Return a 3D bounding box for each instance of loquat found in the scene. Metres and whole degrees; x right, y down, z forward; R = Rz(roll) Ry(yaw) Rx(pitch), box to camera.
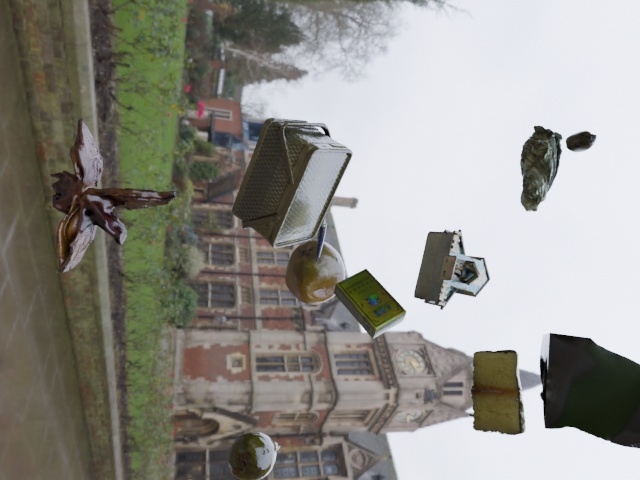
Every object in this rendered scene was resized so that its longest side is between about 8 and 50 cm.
[{"bbox_3d":[-0.030,0.138,2.164,0.276,0.276,0.284,-106,177,-50],"label":"loquat"}]

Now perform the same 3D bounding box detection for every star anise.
[{"bbox_3d":[-0.273,-0.049,0.606,0.158,0.140,0.144,-43,180,-4],"label":"star anise"}]

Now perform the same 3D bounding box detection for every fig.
[{"bbox_3d":[-0.160,0.597,1.343,0.126,0.184,0.133,24,-86,55],"label":"fig"}]

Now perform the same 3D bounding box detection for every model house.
[{"bbox_3d":[0.455,0.105,1.614,0.178,0.206,0.271,1,-105,59],"label":"model house"}]

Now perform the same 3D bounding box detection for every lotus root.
[{"bbox_3d":[0.681,-0.258,1.268,0.049,0.054,0.099,-43,-174,-4],"label":"lotus root"}]

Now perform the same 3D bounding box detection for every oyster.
[{"bbox_3d":[0.667,-0.231,1.491,0.268,0.112,0.198,-66,159,-45],"label":"oyster"}]

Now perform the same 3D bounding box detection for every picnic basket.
[{"bbox_3d":[-0.062,-0.128,1.065,0.139,0.165,0.267,37,-63,25],"label":"picnic basket"}]

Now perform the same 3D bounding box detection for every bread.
[{"bbox_3d":[0.595,0.489,1.580,0.178,0.141,0.266,-28,-124,60],"label":"bread"}]

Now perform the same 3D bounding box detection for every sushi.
[{"bbox_3d":[0.637,0.345,1.143,0.212,0.227,0.216,42,55,-71],"label":"sushi"}]

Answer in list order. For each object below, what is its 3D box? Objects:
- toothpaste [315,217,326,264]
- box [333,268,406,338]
[{"bbox_3d":[0.000,0.000,1.340,0.037,0.021,0.140,-76,176,-62],"label":"toothpaste"},{"bbox_3d":[0.166,0.210,1.645,0.220,0.141,0.064,46,-34,32],"label":"box"}]
